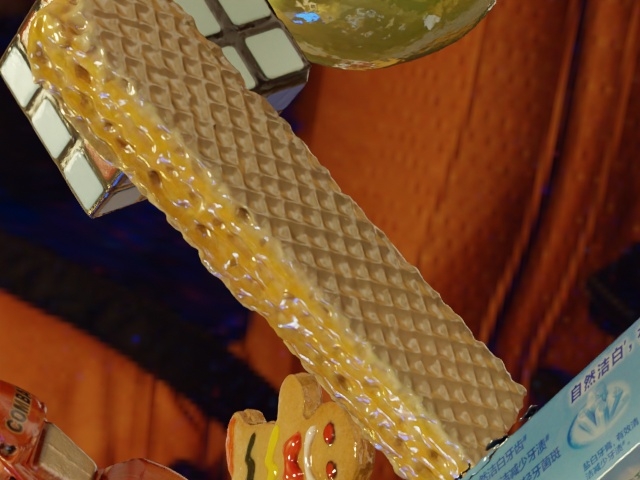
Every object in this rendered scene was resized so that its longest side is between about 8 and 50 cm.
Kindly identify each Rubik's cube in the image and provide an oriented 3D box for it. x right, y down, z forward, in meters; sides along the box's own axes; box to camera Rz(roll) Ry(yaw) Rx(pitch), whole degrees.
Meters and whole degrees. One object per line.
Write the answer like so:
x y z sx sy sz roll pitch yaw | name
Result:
-0.134 -0.135 1.467 0.163 0.162 0.160 57 142 10 | Rubik's cube

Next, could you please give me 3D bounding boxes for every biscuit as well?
-0.027 0.201 1.629 0.250 0.036 0.165 -27 62 57 | biscuit
-0.018 0.002 1.047 0.054 0.378 0.094 -37 8 37 | biscuit

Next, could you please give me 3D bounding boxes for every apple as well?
0.039 -0.296 1.662 0.254 0.292 0.292 13 95 56 | apple

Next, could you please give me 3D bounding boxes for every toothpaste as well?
0.121 0.087 0.739 0.272 0.053 0.066 -46 29 22 | toothpaste

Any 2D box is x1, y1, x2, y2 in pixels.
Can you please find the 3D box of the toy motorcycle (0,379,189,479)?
-0.126 0.198 1.163 0.171 0.298 0.089 -52 16 33 | toy motorcycle
